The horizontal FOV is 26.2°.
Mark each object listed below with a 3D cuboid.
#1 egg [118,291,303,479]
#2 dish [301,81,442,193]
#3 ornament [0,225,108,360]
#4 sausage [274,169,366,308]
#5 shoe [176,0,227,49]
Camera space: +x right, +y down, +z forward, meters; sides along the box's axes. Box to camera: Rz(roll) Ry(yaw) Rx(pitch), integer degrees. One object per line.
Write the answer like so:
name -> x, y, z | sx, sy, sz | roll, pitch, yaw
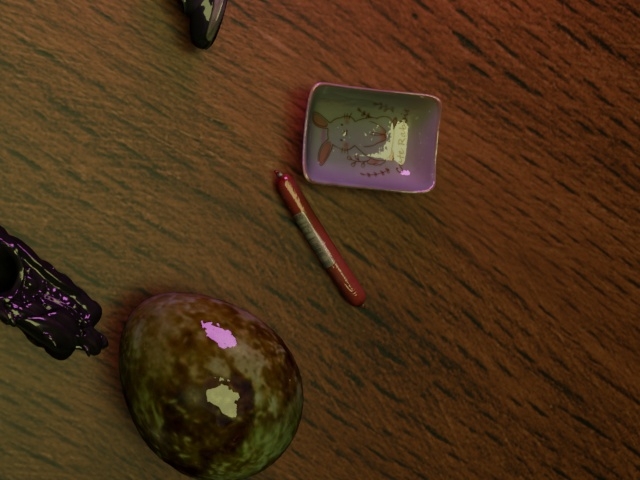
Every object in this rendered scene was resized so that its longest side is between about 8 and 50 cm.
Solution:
egg -> -0.158, 0.200, 1.915 | 0.238, 0.238, 0.289 | -45, 94, -12
dish -> 0.069, -0.151, 2.061 | 0.212, 0.077, 0.151 | 4, 92, -19
ornament -> -0.388, 0.083, 1.826 | 0.251, 0.260, 0.106 | 39, 86, -17
sausage -> 0.000, 0.000, 2.067 | 0.034, 0.034, 0.253 | -34, 102, -14
shoe -> -0.184, -0.390, 1.964 | 0.112, 0.099, 0.227 | 8, 86, -12
